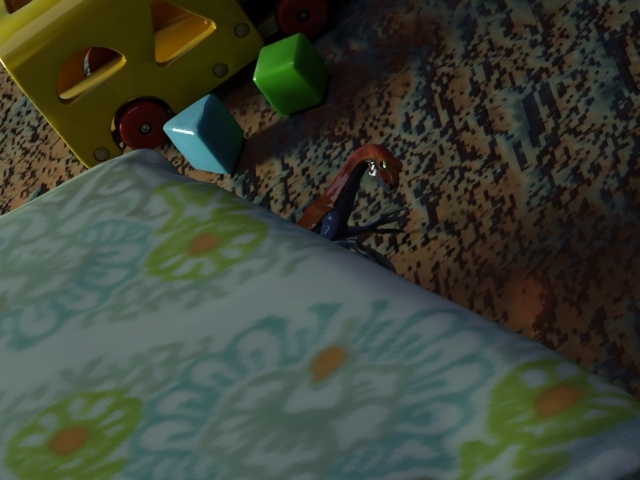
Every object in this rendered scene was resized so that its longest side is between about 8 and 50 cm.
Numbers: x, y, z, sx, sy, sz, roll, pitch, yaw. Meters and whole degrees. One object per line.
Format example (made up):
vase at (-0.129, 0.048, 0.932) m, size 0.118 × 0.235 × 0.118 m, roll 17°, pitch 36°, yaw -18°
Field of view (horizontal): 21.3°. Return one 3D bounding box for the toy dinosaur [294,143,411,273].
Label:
toy dinosaur at (0.000, 0.000, 0.676) m, size 0.047 × 0.090 × 0.082 m, roll -138°, pitch 55°, yaw -66°

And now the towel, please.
towel at (-0.104, 0.106, 0.501) m, size 0.320 × 0.090 × 0.374 m, roll -29°, pitch 28°, yaw -21°

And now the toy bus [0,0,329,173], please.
toy bus at (-0.078, -0.134, 0.879) m, size 0.191 × 0.104 × 0.202 m, roll -6°, pitch 45°, yaw 38°
